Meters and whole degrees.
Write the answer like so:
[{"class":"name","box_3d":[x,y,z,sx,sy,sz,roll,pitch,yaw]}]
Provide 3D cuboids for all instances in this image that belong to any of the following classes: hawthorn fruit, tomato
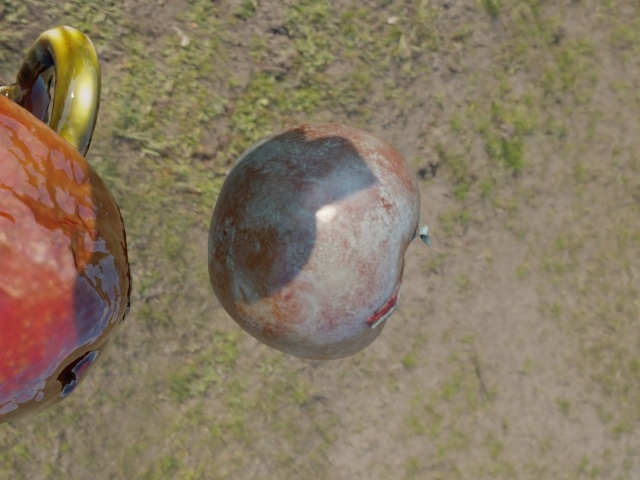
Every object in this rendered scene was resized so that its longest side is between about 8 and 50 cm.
[{"class":"hawthorn fruit","box_3d":[-0.181,0.006,0.521,0.174,0.173,0.179,-16,109,-35]},{"class":"tomato","box_3d":[0.000,0.000,1.318,0.283,0.316,0.316,17,98,2]}]

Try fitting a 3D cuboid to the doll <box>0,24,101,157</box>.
[{"class":"doll","box_3d":[-0.318,-0.036,0.756,0.209,0.340,0.317,32,79,-20]}]
